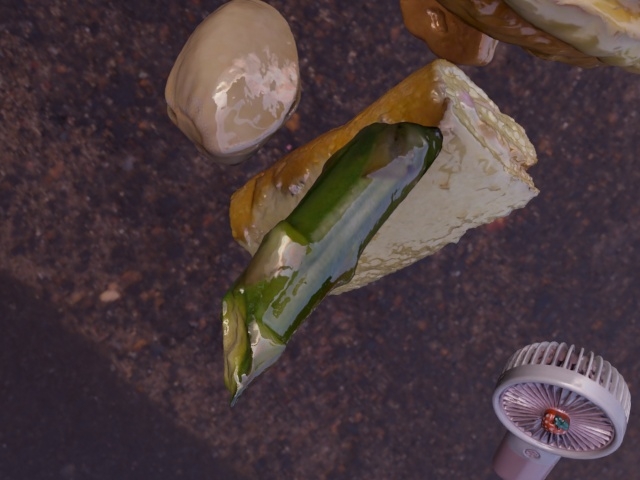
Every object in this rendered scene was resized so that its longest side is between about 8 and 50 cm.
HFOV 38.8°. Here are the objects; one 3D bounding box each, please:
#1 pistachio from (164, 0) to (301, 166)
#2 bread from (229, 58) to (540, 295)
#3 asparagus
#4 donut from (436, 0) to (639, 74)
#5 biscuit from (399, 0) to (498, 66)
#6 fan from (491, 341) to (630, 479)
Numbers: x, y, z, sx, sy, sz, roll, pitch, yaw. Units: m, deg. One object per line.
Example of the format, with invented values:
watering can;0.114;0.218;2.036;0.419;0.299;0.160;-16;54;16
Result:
pistachio;-0.098;-0.181;1.035;0.152;0.223;0.126;-1;144;4
bread;0.078;-0.072;1.212;0.375;0.165;0.236;-27;140;32
asparagus;0.001;-0.001;0.767;0.343;0.085;0.082;-49;-176;-34
donut;0.179;-0.326;0.672;0.449;0.448;0.198;-6;166;-39
biscuit;0.208;-0.376;1.104;0.312;0.351;0.057;-30;167;40
fan;0.235;0.196;0.949;0.244;0.130;0.074;97;19;-52
